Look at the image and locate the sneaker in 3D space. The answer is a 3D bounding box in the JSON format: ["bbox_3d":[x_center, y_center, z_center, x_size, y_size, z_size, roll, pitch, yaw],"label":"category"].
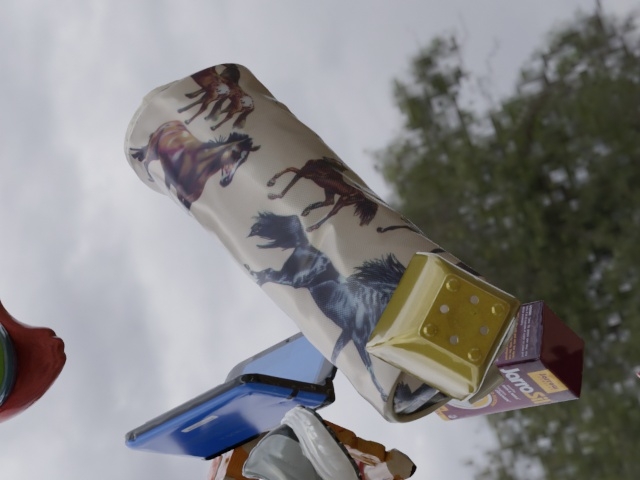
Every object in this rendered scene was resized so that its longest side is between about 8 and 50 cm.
[{"bbox_3d":[0.026,0.302,1.606,0.271,0.108,0.100,51,170,10],"label":"sneaker"}]

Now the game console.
[{"bbox_3d":[-0.119,0.202,2.323,0.250,0.293,0.173,16,-125,-42],"label":"game console"}]

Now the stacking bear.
[{"bbox_3d":[-0.431,0.132,1.722,0.175,0.164,0.289,36,-177,13],"label":"stacking bear"}]

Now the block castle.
[{"bbox_3d":[-0.065,0.491,2.452,0.303,0.213,0.453,26,-114,-13],"label":"block castle"}]

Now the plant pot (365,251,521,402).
[{"bbox_3d":[0.089,0.057,1.057,0.081,0.081,0.083,29,171,-4],"label":"plant pot"}]

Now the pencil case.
[{"bbox_3d":[0.000,0.000,1.485,0.410,0.160,0.183,43,-169,25],"label":"pencil case"}]

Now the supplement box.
[{"bbox_3d":[0.204,0.144,1.846,0.104,0.188,0.080,42,-134,-39],"label":"supplement box"}]

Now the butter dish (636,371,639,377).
[{"bbox_3d":[0.499,0.146,1.916,0.160,0.160,0.118,9,-84,-39],"label":"butter dish"}]
